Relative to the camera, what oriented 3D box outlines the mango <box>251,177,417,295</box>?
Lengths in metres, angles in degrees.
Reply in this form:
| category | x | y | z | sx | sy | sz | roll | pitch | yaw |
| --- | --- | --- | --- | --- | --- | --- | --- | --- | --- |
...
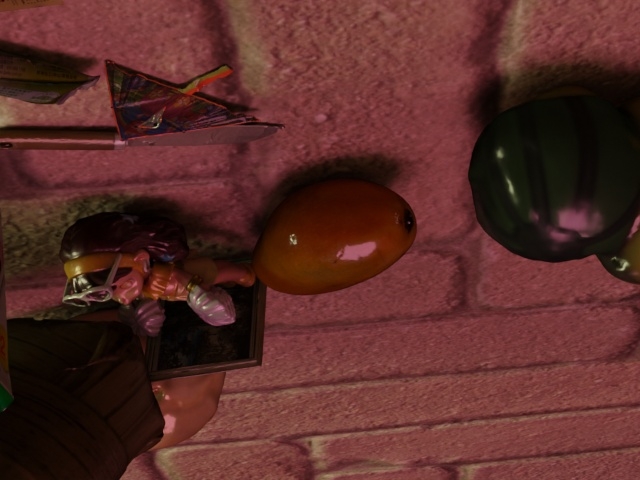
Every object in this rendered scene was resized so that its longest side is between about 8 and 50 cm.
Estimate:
| category | x | y | z | sx | sy | sz | roll | pitch | yaw |
| --- | --- | --- | --- | --- | --- | --- | --- | --- | --- |
| mango | 0.000 | 0.000 | 1.988 | 0.138 | 0.113 | 0.253 | 6 | 163 | -33 |

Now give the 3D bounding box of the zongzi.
| category | x | y | z | sx | sy | sz | roll | pitch | yaw |
| --- | --- | --- | --- | --- | --- | --- | --- | --- | --- |
| zongzi | -0.474 | 0.276 | 1.983 | 0.467 | 0.500 | 0.218 | 3 | 129 | 34 |

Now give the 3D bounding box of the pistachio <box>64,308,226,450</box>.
| category | x | y | z | sx | sy | sz | roll | pitch | yaw |
| --- | --- | --- | --- | --- | --- | --- | --- | --- | --- |
| pistachio | -0.264 | 0.175 | 2.288 | 0.299 | 0.187 | 0.187 | -5 | 159 | 17 |

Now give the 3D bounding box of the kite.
| category | x | y | z | sx | sy | sz | roll | pitch | yaw |
| --- | --- | --- | --- | --- | --- | --- | --- | --- | --- |
| kite | -0.144 | -0.131 | 1.751 | 0.190 | 0.010 | 0.159 | 16 | 142 | -39 |

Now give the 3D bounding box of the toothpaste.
| category | x | y | z | sx | sy | sz | roll | pitch | yaw |
| --- | --- | --- | --- | --- | --- | --- | --- | --- | --- |
| toothpaste | -0.322 | -0.155 | 1.630 | 0.248 | 0.047 | 0.078 | 9 | 159 | -35 |

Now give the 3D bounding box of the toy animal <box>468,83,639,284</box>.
| category | x | y | z | sx | sy | sz | roll | pitch | yaw |
| --- | --- | --- | --- | --- | --- | --- | --- | --- | --- |
| toy animal | 0.317 | -0.054 | 1.808 | 0.338 | 0.191 | 0.216 | 1 | 158 | -12 |

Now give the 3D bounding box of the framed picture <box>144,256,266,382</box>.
| category | x | y | z | sx | sy | sz | roll | pitch | yaw |
| --- | --- | --- | --- | --- | --- | --- | --- | --- | --- |
| framed picture | -0.133 | 0.088 | 2.101 | 0.142 | 0.183 | 0.011 | -8 | 131 | 10 |

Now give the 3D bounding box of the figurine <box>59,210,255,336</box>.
| category | x | y | z | sx | sy | sz | roll | pitch | yaw |
| --- | --- | --- | --- | --- | --- | --- | --- | --- | --- |
| figurine | -0.181 | 0.036 | 2.022 | 0.240 | 0.116 | 0.174 | 21 | 157 | -39 |

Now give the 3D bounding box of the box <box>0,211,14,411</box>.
| category | x | y | z | sx | sy | sz | roll | pitch | yaw |
| --- | --- | --- | --- | --- | --- | --- | --- | --- | --- |
| box | -0.383 | 0.045 | 1.831 | 0.103 | 0.250 | 0.180 | -12 | 157 | 3 |

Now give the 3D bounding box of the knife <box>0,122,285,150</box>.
| category | x | y | z | sx | sy | sz | roll | pitch | yaw |
| --- | --- | --- | --- | --- | --- | --- | --- | --- | --- |
| knife | -0.183 | -0.105 | 1.812 | 0.297 | 0.017 | 0.047 | 0 | 147 | -10 |

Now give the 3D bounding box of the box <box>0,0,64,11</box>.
| category | x | y | z | sx | sy | sz | roll | pitch | yaw |
| --- | --- | --- | --- | --- | --- | --- | --- | --- | --- |
| box | -0.294 | -0.214 | 1.520 | 0.149 | 0.020 | 0.073 | -6 | 159 | 4 |
